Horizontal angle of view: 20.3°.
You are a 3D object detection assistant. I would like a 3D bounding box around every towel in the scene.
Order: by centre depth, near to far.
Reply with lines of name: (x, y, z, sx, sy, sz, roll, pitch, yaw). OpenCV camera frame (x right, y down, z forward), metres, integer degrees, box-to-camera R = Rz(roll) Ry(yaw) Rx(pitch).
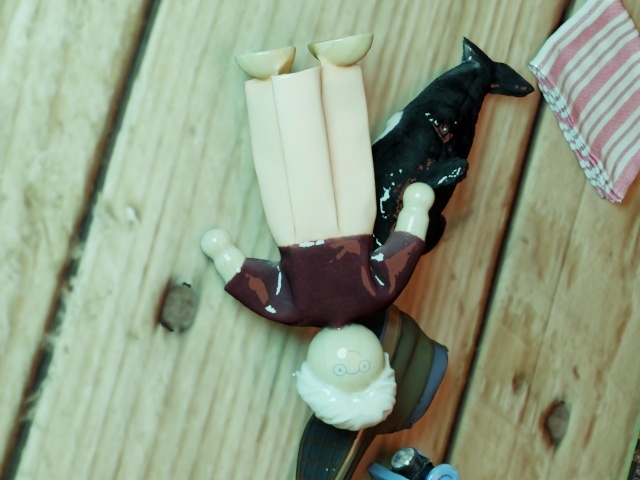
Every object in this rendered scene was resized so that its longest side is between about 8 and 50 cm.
towel: (0.303, -0.155, 1.866, 0.144, 0.029, 0.197, -48, 122, -24)

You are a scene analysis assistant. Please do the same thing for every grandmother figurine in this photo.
grandmother figurine: (0.000, 0.000, 1.568, 0.208, 0.104, 0.342, -10, 95, 7)

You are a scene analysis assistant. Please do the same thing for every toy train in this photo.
toy train: (0.104, 0.285, 1.735, 0.105, 0.080, 0.184, -44, 121, -19)

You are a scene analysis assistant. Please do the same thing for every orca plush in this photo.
orca plush: (0.117, -0.063, 1.679, 0.287, 0.102, 0.151, -43, 120, -27)

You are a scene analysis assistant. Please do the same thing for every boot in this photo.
boot: (0.054, 0.171, 1.675, 0.106, 0.082, 0.219, 28, 76, -35)

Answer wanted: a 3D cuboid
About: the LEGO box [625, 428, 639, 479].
LEGO box: (0.565, 0.350, 2.030, 0.500, 0.193, 0.372, 18, 86, -37)
